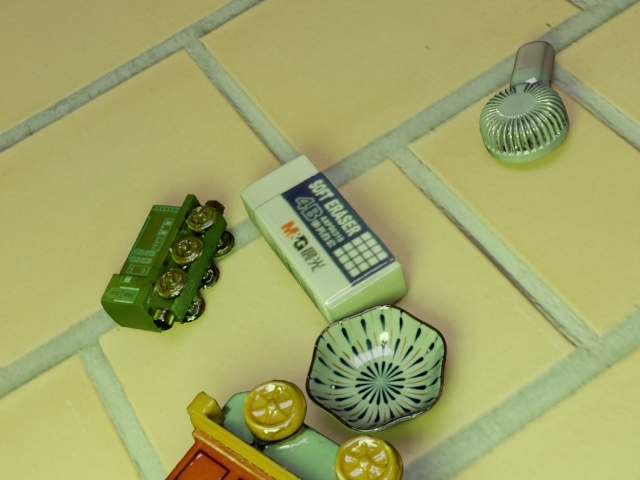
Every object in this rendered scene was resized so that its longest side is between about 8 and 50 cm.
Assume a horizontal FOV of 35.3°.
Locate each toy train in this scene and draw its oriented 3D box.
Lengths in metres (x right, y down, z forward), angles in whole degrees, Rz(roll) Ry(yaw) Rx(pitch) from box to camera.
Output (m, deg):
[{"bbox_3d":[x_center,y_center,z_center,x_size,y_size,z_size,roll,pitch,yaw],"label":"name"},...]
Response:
[{"bbox_3d":[-0.222,0.031,1.500,0.137,0.090,0.226,5,55,25],"label":"toy train"},{"bbox_3d":[-0.047,0.310,1.175,0.369,0.163,0.232,26,62,31],"label":"toy train"}]

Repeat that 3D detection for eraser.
[{"bbox_3d":[0.000,0.000,1.459,0.124,0.081,0.279,-32,51,-9],"label":"eraser"}]

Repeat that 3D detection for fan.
[{"bbox_3d":[0.320,-0.219,1.546,0.130,0.074,0.244,-4,46,28],"label":"fan"}]

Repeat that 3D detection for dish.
[{"bbox_3d":[0.077,0.179,1.307,0.190,0.066,0.191,-7,50,9],"label":"dish"}]
